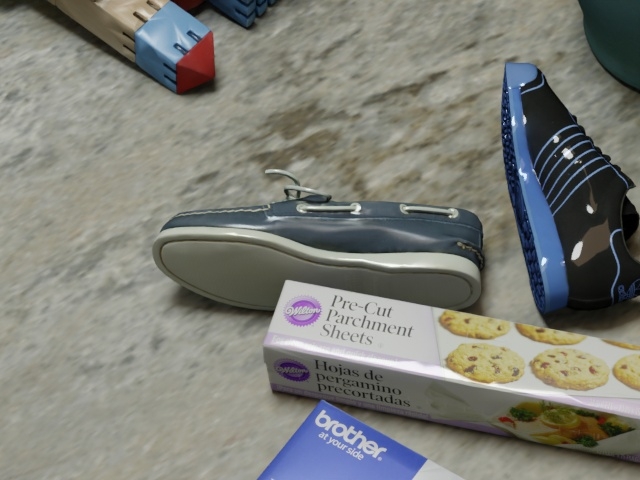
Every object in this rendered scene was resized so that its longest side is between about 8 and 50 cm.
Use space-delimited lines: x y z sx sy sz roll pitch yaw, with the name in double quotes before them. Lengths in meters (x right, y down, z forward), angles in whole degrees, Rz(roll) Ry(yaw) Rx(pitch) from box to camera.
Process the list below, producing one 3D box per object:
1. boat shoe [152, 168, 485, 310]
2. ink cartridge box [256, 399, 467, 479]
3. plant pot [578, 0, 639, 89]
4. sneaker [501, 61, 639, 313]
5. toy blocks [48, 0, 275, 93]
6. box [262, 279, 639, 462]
"boat shoe" 0.000 0.000 1.330 0.255 0.095 0.079 2 54 6
"ink cartridge box" 0.058 0.202 1.200 0.207 0.046 0.097 27 59 24
"plant pot" 0.308 -0.260 1.396 0.272 0.255 0.271 -3 52 3
"sneaker" 0.198 -0.046 1.359 0.091 0.081 0.232 -6 59 -2
"toy blocks" -0.117 -0.305 1.549 0.261 0.190 0.381 36 64 15
"box" 0.121 0.098 1.262 0.324 0.063 0.067 11 53 14
